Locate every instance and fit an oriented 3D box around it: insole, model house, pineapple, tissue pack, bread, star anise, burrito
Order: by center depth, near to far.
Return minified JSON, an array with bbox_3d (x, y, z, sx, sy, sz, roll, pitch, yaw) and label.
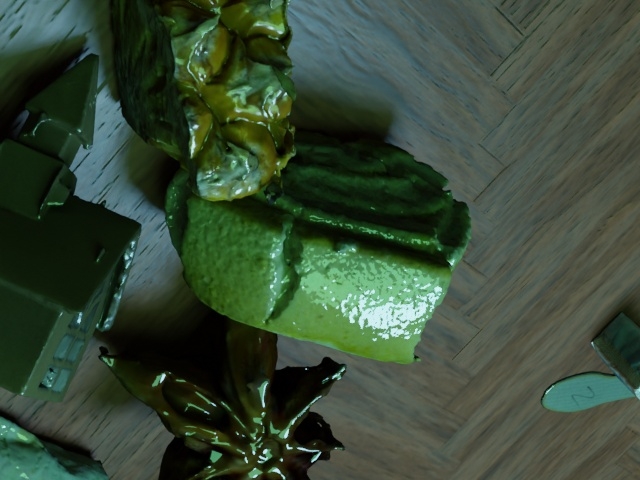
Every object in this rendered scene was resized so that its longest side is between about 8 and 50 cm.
[{"bbox_3d":[-0.091,-0.133,0.867,0.114,0.186,0.236,-7,84,-22],"label":"pineapple"},{"bbox_3d":[-0.218,-0.025,0.898,0.176,0.181,0.248,87,28,-81],"label":"model house"},{"bbox_3d":[0.000,0.000,0.995,0.257,0.186,0.124,7,125,-25],"label":"bread"},{"bbox_3d":[-0.290,0.223,1.051,0.089,0.144,0.229,-29,133,29],"label":"burrito"},{"bbox_3d":[-0.101,0.176,1.111,0.237,0.148,0.346,12,123,-11],"label":"star anise"},{"bbox_3d":[0.368,0.142,1.379,0.059,0.094,0.074,-44,133,8],"label":"tissue pack"},{"bbox_3d":[0.346,0.182,1.461,0.188,0.004,0.064,-5,128,-27],"label":"insole"}]
